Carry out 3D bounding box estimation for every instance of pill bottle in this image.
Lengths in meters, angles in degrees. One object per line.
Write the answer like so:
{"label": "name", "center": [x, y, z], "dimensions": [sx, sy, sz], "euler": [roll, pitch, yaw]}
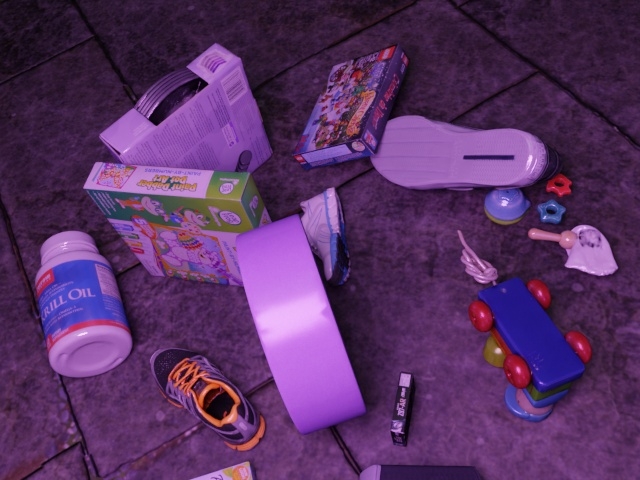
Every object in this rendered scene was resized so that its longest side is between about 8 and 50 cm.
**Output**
{"label": "pill bottle", "center": [-0.385, 0.095, 1.034], "dimensions": [0.124, 0.124, 0.221], "euler": [-26, 55, -5]}

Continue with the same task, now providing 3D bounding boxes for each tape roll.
{"label": "tape roll", "center": [-0.024, 0.108, 0.853], "dimensions": [0.090, 0.275, 0.275], "euler": [-19, 55, -2]}

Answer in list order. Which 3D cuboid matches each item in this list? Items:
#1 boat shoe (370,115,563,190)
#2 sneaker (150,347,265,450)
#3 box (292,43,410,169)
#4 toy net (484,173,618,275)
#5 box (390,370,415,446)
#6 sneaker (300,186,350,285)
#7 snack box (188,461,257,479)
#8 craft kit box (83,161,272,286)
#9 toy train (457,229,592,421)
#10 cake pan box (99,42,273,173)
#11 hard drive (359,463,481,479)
{"label": "boat shoe", "center": [0.224, -0.125, 1.046], "dimensions": [0.335, 0.119, 0.121], "euler": [19, 96, 47]}
{"label": "sneaker", "center": [-0.170, 0.213, 0.934], "dimensions": [0.215, 0.083, 0.084], "euler": [27, 68, 28]}
{"label": "box", "center": [0.057, -0.241, 1.168], "dimensions": [0.159, 0.044, 0.233], "euler": [-7, 50, 42]}
{"label": "toy net", "center": [0.367, -0.028, 1.001], "dimensions": [0.122, 0.045, 0.232], "euler": [-34, 58, -13]}
{"label": "box", "center": [0.112, 0.227, 0.871], "dimensions": [0.018, 0.067, 0.083], "euler": [6, 59, 15]}
{"label": "sneaker", "center": [0.000, 0.000, 1.054], "dimensions": [0.083, 0.071, 0.191], "euler": [-15, 46, 10]}
{"label": "snack box", "center": [-0.149, 0.364, 0.855], "dimensions": [0.141, 0.037, 0.100], "euler": [-17, 56, 0]}
{"label": "craft kit box", "center": [-0.191, -0.016, 0.989], "dimensions": [0.246, 0.250, 0.061], "euler": [3, 57, 15]}
{"label": "toy train", "center": [0.247, 0.115, 0.878], "dimensions": [0.105, 0.143, 0.248], "euler": [-18, 50, -10]}
{"label": "cake pan box", "center": [-0.210, -0.158, 1.078], "dimensions": [0.070, 0.267, 0.246], "euler": [37, 73, 25]}
{"label": "hard drive", "center": [0.131, 0.369, 0.724], "dimensions": [0.172, 0.054, 0.255], "euler": [3, 40, -4]}
